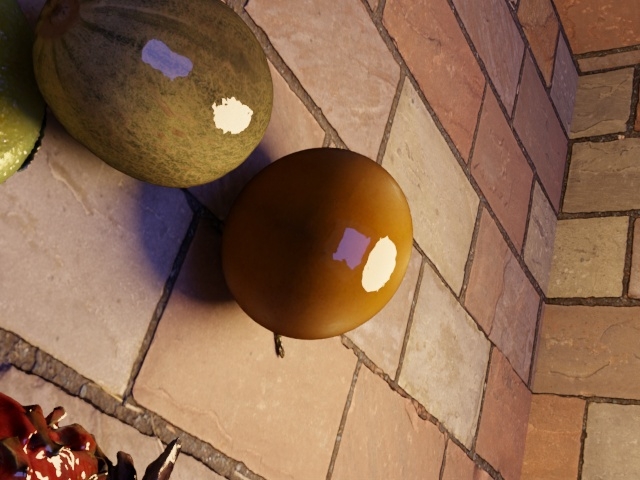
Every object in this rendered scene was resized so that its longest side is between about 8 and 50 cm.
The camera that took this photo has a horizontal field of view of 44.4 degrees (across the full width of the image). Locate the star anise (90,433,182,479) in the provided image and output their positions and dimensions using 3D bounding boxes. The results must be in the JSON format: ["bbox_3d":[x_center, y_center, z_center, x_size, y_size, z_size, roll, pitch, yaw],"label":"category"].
[{"bbox_3d":[-0.245,0.344,0.938,0.283,0.129,0.212,-18,93,-21],"label":"star anise"}]

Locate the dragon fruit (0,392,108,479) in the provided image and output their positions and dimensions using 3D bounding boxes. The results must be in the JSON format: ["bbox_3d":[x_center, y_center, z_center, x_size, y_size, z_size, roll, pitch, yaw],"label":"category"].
[{"bbox_3d":[-0.338,0.254,0.712,0.299,0.244,0.244,-4,91,-44],"label":"dragon fruit"}]

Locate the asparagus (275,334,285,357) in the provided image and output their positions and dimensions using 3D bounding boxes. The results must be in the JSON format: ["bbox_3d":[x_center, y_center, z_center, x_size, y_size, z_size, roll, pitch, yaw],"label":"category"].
[{"bbox_3d":[-0.077,0.120,1.331,0.016,0.013,0.165,-14,99,-45],"label":"asparagus"}]

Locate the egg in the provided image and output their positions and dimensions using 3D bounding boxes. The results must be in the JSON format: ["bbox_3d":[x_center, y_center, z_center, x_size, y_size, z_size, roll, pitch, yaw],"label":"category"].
[{"bbox_3d":[0.000,0.000,1.212,0.351,0.283,0.282,-42,122,-57],"label":"egg"}]

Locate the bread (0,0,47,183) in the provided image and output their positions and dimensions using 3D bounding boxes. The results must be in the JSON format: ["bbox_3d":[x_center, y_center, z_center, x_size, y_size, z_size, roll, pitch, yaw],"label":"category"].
[{"bbox_3d":[-0.406,-0.179,0.824,0.301,0.045,0.301,4,86,-57],"label":"bread"}]

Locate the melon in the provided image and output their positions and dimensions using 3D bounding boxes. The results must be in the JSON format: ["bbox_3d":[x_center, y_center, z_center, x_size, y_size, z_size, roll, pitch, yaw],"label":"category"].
[{"bbox_3d":[-0.197,-0.197,0.959,0.329,0.249,0.248,27,65,-61],"label":"melon"}]
